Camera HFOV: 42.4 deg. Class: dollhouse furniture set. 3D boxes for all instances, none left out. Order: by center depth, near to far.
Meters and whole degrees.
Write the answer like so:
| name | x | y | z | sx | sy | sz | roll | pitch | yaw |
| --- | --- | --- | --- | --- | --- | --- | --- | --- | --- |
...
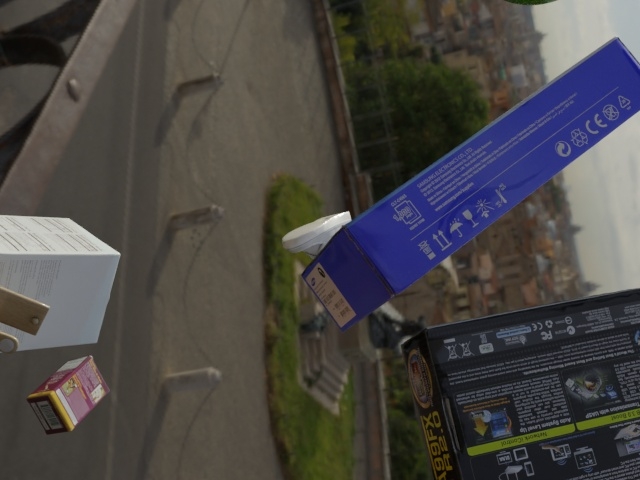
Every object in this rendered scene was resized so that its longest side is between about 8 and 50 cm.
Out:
| name | x | y | z | sx | sy | sz | roll | pitch | yaw |
| --- | --- | --- | --- | --- | --- | --- | --- | --- | --- |
| dollhouse furniture set | -0.519 | 0.170 | 1.291 | 0.123 | 0.144 | 0.151 | 26 | 12 | -20 |

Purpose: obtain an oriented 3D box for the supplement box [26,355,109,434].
| name | x | y | z | sx | sy | sz | roll | pitch | yaw |
| --- | --- | --- | --- | --- | --- | --- | --- | --- | --- |
| supplement box | -0.301 | 0.185 | 0.989 | 0.055 | 0.043 | 0.083 | 67 | 29 | -16 |

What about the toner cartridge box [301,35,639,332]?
| name | x | y | z | sx | sy | sz | roll | pitch | yaw |
| --- | --- | --- | --- | --- | --- | --- | --- | --- | --- |
| toner cartridge box | 0.151 | -0.053 | 0.791 | 0.075 | 0.348 | 0.165 | 54 | -21 | 4 |

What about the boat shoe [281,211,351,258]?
| name | x | y | z | sx | sy | sz | roll | pitch | yaw |
| --- | --- | --- | --- | --- | --- | --- | --- | --- | --- |
| boat shoe | 0.000 | 0.000 | 1.353 | 0.184 | 0.066 | 0.063 | -28 | 103 | -64 |

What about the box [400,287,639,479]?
| name | x | y | z | sx | sy | sz | roll | pitch | yaw |
| --- | --- | --- | --- | --- | --- | --- | --- | --- | --- |
| box | 0.213 | 0.149 | 0.600 | 0.060 | 0.270 | 0.216 | 125 | -47 | -69 |

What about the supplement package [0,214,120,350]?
| name | x | y | z | sx | sy | sz | roll | pitch | yaw |
| --- | --- | --- | --- | --- | --- | --- | --- | --- | --- |
| supplement package | -0.565 | 0.077 | 1.575 | 0.262 | 0.198 | 0.199 | 1 | 112 | -50 |

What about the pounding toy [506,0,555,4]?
| name | x | y | z | sx | sy | sz | roll | pitch | yaw |
| --- | --- | --- | --- | --- | --- | --- | --- | --- | --- |
| pounding toy | 0.265 | -0.364 | 0.888 | 0.183 | 0.237 | 0.110 | 40 | 16 | -15 |
